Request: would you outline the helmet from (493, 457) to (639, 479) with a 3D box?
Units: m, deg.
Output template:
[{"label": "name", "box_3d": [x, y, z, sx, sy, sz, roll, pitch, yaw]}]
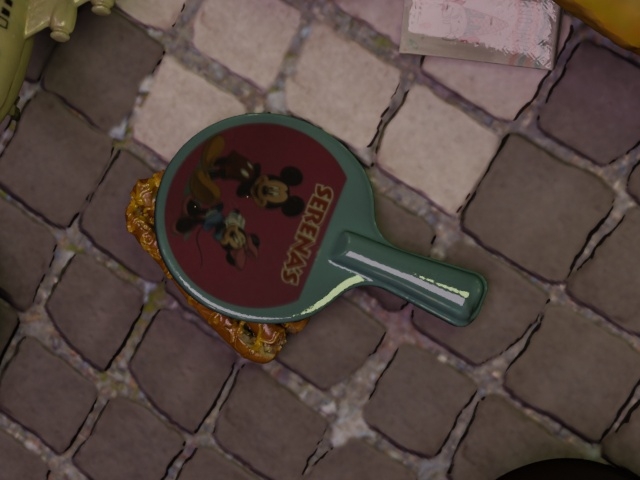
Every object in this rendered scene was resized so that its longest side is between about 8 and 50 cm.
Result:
[{"label": "helmet", "box_3d": [0.160, 0.248, 0.911, 0.189, 0.193, 0.216, 26, 71, 20]}]

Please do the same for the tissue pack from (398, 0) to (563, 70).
[{"label": "tissue pack", "box_3d": [0.110, -0.149, 0.943, 0.108, 0.023, 0.056, 8, 100, 16]}]

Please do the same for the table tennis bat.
[{"label": "table tennis bat", "box_3d": [0.000, 0.000, 0.976, 0.244, 0.040, 0.153, 22, 77, 5]}]

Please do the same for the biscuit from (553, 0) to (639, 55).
[{"label": "biscuit", "box_3d": [0.262, -0.292, 0.769, 0.446, 0.104, 0.429, 20, 103, -12]}]

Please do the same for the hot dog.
[{"label": "hot dog", "box_3d": [-0.077, 0.015, 1.013, 0.165, 0.045, 0.071, 47, 109, 5]}]

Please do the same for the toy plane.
[{"label": "toy plane", "box_3d": [-0.220, -0.191, 0.983, 0.242, 0.104, 0.256, 5, 83, 6]}]
